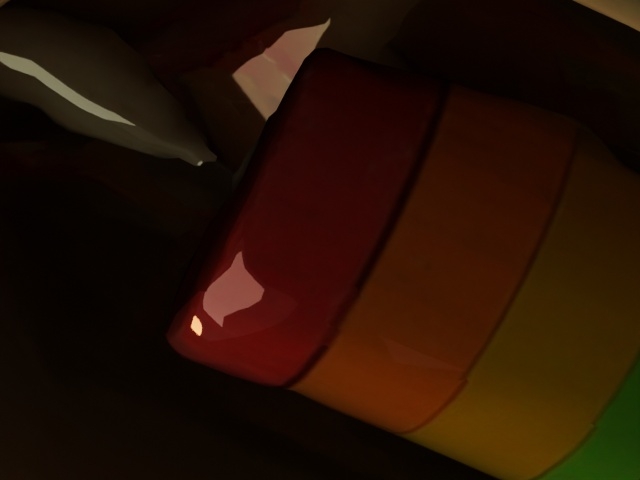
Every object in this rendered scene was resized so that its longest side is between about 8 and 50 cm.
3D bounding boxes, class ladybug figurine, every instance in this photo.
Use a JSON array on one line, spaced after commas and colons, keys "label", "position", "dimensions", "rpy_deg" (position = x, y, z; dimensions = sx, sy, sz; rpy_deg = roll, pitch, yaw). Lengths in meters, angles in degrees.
[{"label": "ladybug figurine", "position": [0.053, -0.013, 0.451], "dimensions": [0.449, 0.162, 0.305], "rpy_deg": [26, 128, -14]}]
